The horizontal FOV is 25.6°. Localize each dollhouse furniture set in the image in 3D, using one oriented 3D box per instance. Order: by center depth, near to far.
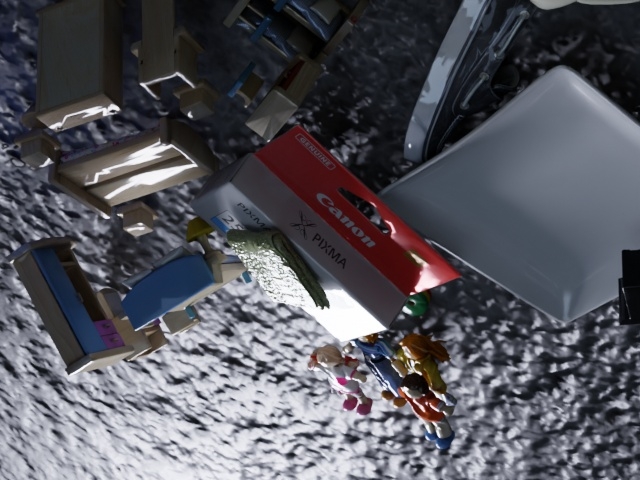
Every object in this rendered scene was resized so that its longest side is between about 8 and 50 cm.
[{"bbox_3d":[-0.048,-0.244,1.674,0.129,0.184,0.129,36,136,-8],"label":"dollhouse furniture set"},{"bbox_3d":[-0.228,-0.181,1.929,0.303,0.174,0.355,-15,152,22],"label":"dollhouse furniture set"},{"bbox_3d":[-0.247,0.031,2.078,0.303,0.286,0.198,-31,82,17],"label":"dollhouse furniture set"}]

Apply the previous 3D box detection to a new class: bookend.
[{"bbox_3d":[0.427,0.024,1.691,0.157,0.072,0.156,-6,139,18],"label":"bookend"}]

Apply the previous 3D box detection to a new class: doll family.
[{"bbox_3d":[0.106,0.184,2.063,0.263,0.118,0.163,14,144,40],"label":"doll family"}]

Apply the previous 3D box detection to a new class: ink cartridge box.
[{"bbox_3d":[0.000,0.000,1.846,0.296,0.066,0.261,42,152,-13],"label":"ink cartridge box"}]

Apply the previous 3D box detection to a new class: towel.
[{"bbox_3d":[-0.056,0.038,1.866,0.110,0.027,0.148,4,141,47],"label":"towel"}]

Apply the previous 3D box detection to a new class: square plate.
[{"bbox_3d":[0.299,-0.053,1.731,0.344,0.049,0.347,32,138,-22],"label":"square plate"}]

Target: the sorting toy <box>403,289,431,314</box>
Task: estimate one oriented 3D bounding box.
[{"bbox_3d":[0.022,0.026,1.986,0.274,0.046,0.132,37,136,-9],"label":"sorting toy"}]

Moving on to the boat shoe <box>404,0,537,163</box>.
[{"bbox_3d":[0.184,-0.196,1.667,0.102,0.108,0.301,25,130,3],"label":"boat shoe"}]

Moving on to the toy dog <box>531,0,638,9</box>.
[{"bbox_3d":[0.259,-0.409,1.306,0.395,0.284,0.408,38,134,-10],"label":"toy dog"}]
